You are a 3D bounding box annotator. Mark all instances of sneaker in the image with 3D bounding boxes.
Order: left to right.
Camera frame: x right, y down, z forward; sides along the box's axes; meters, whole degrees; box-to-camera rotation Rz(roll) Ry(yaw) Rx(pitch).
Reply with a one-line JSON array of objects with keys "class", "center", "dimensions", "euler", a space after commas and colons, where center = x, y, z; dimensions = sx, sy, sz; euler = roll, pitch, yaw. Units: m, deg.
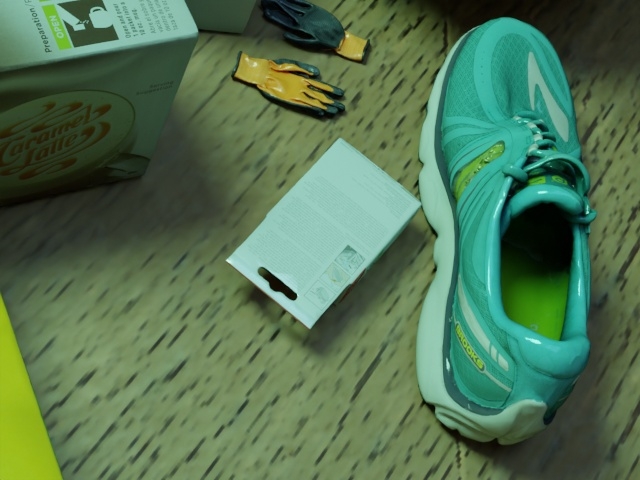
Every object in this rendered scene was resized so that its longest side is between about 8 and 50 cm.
[{"class": "sneaker", "center": [0.120, -0.020, 0.796], "dimensions": [0.107, 0.110, 0.275], "euler": [11, 57, -13]}]

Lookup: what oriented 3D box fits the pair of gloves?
[{"class": "pair of gloves", "center": [-0.011, -0.115, 0.864], "dimensions": [0.074, 0.010, 0.083], "euler": [24, 55, -5]}]

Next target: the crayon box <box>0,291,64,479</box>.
[{"class": "crayon box", "center": [-0.265, 0.126, 0.504], "dimensions": [0.363, 0.106, 0.313], "euler": [-1, 60, -44]}]

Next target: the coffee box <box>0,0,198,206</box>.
[{"class": "coffee box", "center": [-0.203, -0.079, 0.694], "dimensions": [0.246, 0.141, 0.098], "euler": [-14, 67, -27]}]

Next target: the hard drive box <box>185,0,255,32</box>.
[{"class": "hard drive box", "center": [-0.131, -0.252, 0.854], "dimensions": [0.181, 0.089, 0.232], "euler": [4, 59, -18]}]

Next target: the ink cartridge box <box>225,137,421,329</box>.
[{"class": "ink cartridge box", "center": [0.000, 0.000, 0.789], "dimensions": [0.063, 0.029, 0.115], "euler": [39, 56, 5]}]
